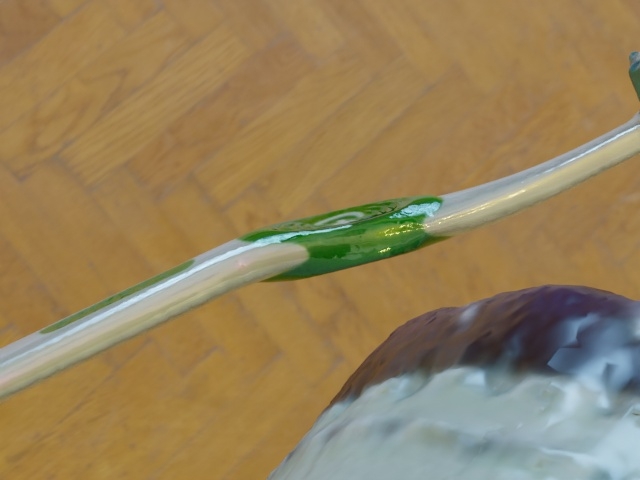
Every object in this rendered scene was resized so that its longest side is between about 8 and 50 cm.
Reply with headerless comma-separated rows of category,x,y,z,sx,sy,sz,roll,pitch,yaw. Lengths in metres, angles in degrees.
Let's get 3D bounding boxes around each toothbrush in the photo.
toothbrush,0.002,0.005,0.637,0.418,0.042,0.040,-25,105,-15

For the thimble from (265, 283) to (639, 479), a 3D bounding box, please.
thimble,0.068,0.133,0.374,0.237,0.237,0.150,48,58,-8
